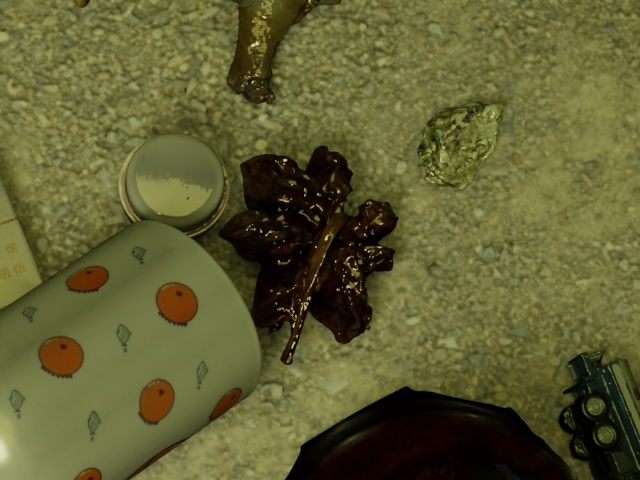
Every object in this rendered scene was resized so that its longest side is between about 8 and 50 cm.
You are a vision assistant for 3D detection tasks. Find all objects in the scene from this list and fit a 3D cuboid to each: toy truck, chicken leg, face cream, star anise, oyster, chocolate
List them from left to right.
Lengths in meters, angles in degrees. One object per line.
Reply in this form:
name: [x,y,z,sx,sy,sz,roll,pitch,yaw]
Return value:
face cream: [-0.156,-0.053,1.947,0.117,0.104,0.117,2,75,-8]
chicken leg: [-0.057,-0.256,2.030,0.125,0.080,0.196,36,74,-10]
star anise: [0.000,0.000,1.942,0.190,0.126,0.220,-20,84,-44]
chocolate: [0.121,0.303,1.774,0.384,0.331,0.383,2,73,-6]
oyster: [0.156,-0.107,2.034,0.098,0.037,0.100,1,75,-6]
toy truck: [0.318,0.215,1.956,0.088,0.074,0.201,-16,77,-20]

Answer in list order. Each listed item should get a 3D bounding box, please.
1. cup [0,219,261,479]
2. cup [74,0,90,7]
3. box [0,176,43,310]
cup: [-0.242,0.144,1.779,0.317,0.212,0.212,-34,81,-34]
cup: [-0.199,-0.392,1.954,0.178,0.256,0.255,-11,78,-10]
box: [-0.396,-0.017,1.927,0.149,0.067,0.233,-21,79,-14]
